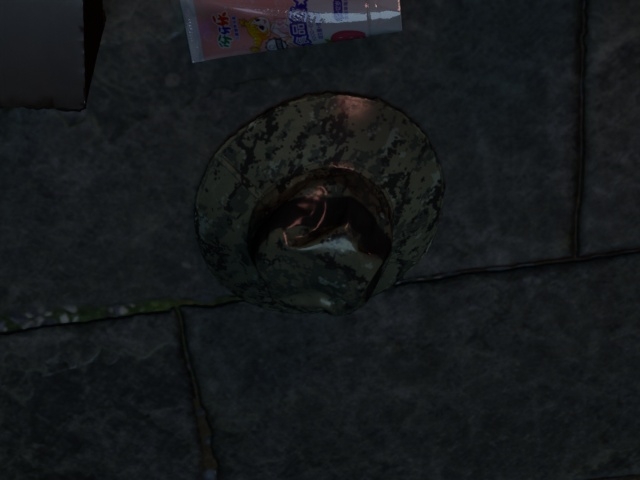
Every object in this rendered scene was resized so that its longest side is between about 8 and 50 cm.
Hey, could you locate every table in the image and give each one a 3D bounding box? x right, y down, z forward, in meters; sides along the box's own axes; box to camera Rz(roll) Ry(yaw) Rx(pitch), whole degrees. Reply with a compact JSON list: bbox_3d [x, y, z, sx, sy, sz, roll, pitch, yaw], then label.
[{"bbox_3d":[-0.262,-0.220,0.904,0.172,0.193,0.169,2,122,-6],"label":"table"}]

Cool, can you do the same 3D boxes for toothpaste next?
[{"bbox_3d":[-0.025,-0.199,1.032,0.194,0.043,0.067,-5,126,5],"label":"toothpaste"}]

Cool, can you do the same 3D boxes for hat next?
[{"bbox_3d":[0.000,0.000,1.108,0.265,0.128,0.265,0,123,-1],"label":"hat"}]
